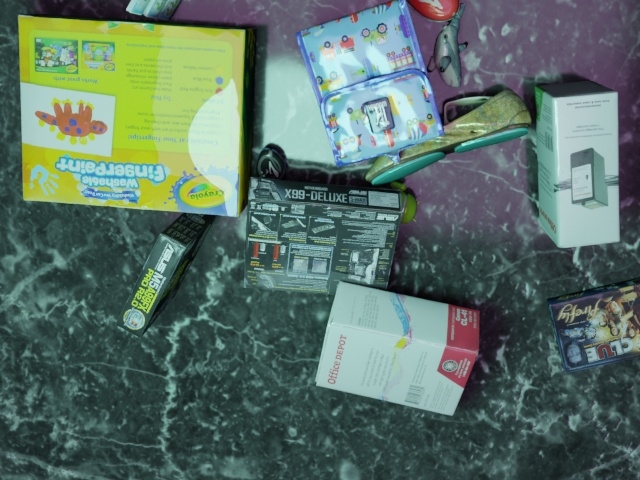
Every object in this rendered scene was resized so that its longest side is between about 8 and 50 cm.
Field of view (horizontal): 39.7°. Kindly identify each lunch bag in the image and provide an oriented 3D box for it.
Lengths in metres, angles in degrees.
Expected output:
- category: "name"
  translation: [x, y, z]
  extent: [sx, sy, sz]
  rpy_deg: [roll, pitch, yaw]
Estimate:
- category: "lunch bag"
  translation: [0.104, -0.290, 1.733]
  extent: [0.221, 0.138, 0.293]
  rpy_deg: [-16, 91, 9]

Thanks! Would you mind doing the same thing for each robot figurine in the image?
- category: "robot figurine"
  translation: [0.149, -0.072, 1.852]
  extent: [0.115, 0.067, 0.101]
  rpy_deg: [13, 101, 1]

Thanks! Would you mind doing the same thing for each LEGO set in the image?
- category: "LEGO set"
  translation: [-0.257, -0.526, 1.700]
  extent: [0.060, 0.182, 0.244]
  rpy_deg: [36, 105, 8]

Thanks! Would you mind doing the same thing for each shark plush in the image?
- category: "shark plush"
  translation: [0.264, -0.391, 1.778]
  extent: [0.067, 0.073, 0.161]
  rpy_deg: [8, 85, -17]

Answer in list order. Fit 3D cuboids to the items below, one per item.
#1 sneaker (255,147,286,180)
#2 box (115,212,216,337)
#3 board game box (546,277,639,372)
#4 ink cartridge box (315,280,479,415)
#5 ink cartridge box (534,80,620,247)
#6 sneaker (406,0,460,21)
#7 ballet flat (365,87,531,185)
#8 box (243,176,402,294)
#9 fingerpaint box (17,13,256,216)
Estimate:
- category: "sneaker"
  translation: [-0.113, -0.099, 1.860]
  extent: [0.067, 0.078, 0.188]
  rpy_deg: [10, 106, 1]
- category: "box"
  translation: [-0.313, 0.055, 1.821]
  extent: [0.060, 0.270, 0.216]
  rpy_deg: [29, 105, -2]
- category: "board game box"
  translation: [0.624, 0.177, 1.895]
  extent: [0.243, 0.042, 0.165]
  rpy_deg: [-15, 104, 9]
- category: "ink cartridge box"
  translation: [0.160, 0.228, 1.862]
  extent: [0.306, 0.131, 0.226]
  rpy_deg: [14, 135, 2]
- category: "ink cartridge box"
  translation: [0.497, -0.153, 1.728]
  extent: [0.121, 0.211, 0.289]
  rpy_deg: [-5, 106, 4]
- category: "sneaker"
  translation: [0.175, -0.540, 1.694]
  extent: [0.107, 0.118, 0.279]
  rpy_deg: [-30, 101, 13]
- category: "ballet flat"
  translation: [0.246, -0.215, 1.792]
  extent: [0.348, 0.123, 0.123]
  rpy_deg: [-19, 103, 10]
- category: "box"
  translation: [0.000, 0.000, 1.820]
  extent: [0.307, 0.076, 0.242]
  rpy_deg: [4, 130, -3]
- category: "fingerpaint box"
  translation: [-0.363, -0.256, 1.794]
  extent: [0.445, 0.163, 0.371]
  rpy_deg: [4, 105, 4]
